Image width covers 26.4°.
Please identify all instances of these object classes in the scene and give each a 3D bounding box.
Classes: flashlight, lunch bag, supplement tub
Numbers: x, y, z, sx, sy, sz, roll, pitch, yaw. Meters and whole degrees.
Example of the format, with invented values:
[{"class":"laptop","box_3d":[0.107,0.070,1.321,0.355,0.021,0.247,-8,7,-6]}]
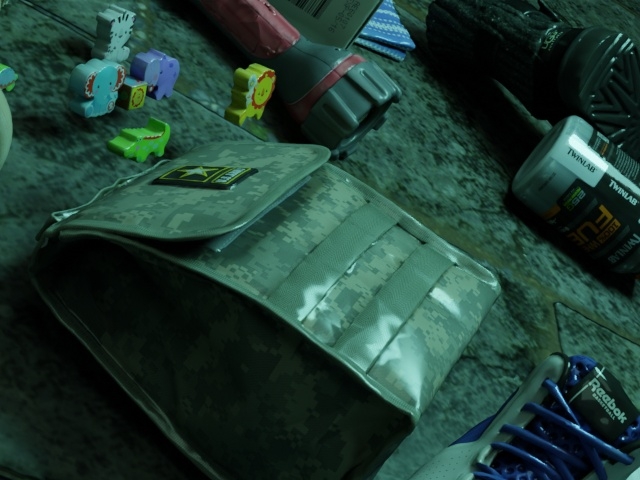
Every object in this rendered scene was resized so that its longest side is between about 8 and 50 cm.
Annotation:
[{"class":"flashlight","box_3d":[-0.058,-0.216,1.364,0.304,0.103,0.103,46,26,8]},{"class":"lunch bag","box_3d":[-0.042,0.038,0.991,0.287,0.169,0.235,36,28,7]},{"class":"supplement tub","box_3d":[0.320,-0.043,1.536,0.190,0.117,0.117,37,30,-3]}]

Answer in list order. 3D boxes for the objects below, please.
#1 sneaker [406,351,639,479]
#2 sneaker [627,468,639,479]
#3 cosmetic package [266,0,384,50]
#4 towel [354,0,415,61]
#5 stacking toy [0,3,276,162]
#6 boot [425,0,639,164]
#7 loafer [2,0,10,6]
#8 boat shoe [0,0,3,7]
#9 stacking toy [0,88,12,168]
[{"class":"sneaker","box_3d":[0.139,0.172,0.991,0.127,0.182,0.315,44,30,9]},{"class":"sneaker","box_3d":[0.253,0.240,1.129,0.152,0.114,0.305,31,24,13]},{"class":"cosmetic package","box_3d":[0.003,-0.353,1.546,0.160,0.113,0.309,31,34,-12]},{"class":"towel","box_3d":[-0.019,-0.368,1.667,0.243,0.040,0.336,18,37,-31]},{"class":"stacking toy","box_3d":[-0.161,-0.135,1.134,0.167,0.052,0.221,24,26,21]},{"class":"boot","box_3d":[0.298,-0.182,1.686,0.260,0.131,0.348,28,-15,43]},{"class":"loafer","box_3d":[-0.292,-0.263,1.204,0.251,0.094,0.087,-84,162,-61]},{"class":"boat shoe","box_3d":[-0.331,-0.186,0.847,0.341,0.123,0.123,4,43,24]},{"class":"stacking toy","box_3d":[-0.326,-0.168,0.990,0.141,0.141,0.330,13,35,-38]}]
